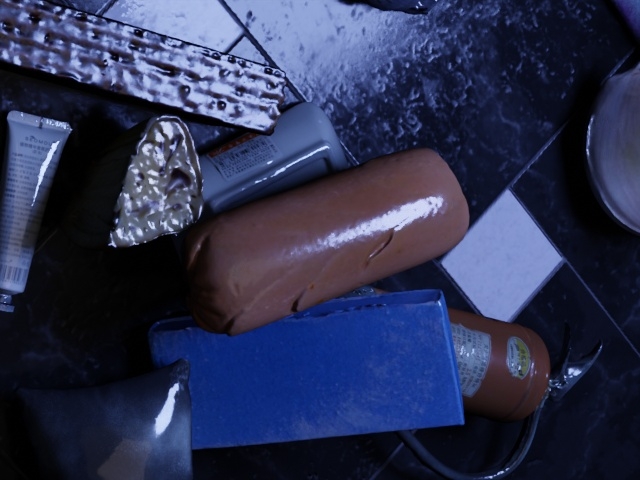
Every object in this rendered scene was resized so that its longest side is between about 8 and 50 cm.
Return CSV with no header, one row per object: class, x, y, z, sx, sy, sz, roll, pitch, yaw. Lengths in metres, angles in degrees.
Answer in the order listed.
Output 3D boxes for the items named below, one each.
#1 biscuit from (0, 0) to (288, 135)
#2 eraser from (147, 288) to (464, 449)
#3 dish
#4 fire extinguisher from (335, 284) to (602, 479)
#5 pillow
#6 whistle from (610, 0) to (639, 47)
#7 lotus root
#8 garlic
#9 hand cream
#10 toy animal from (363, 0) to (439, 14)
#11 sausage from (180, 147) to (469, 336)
biscuit,-0.215,-0.178,1.818,0.388,0.107,0.073,14,90,-30
eraser,-0.015,0.134,1.925,0.312,0.042,0.144,-7,108,14
dish,-0.052,-0.037,1.954,0.212,0.077,0.151,-28,113,-21
fire extinguisher,0.129,0.154,2.086,0.376,0.113,0.200,14,121,-29
pillow,-0.205,0.251,1.912,0.186,0.106,0.250,-12,103,-16
whistle,0.356,-0.268,2.157,0.033,0.033,0.176,-46,118,-13
lotus root,-0.180,-0.045,1.854,0.095,0.135,0.159,38,71,-28
garlic,0.426,-0.116,2.120,0.210,0.237,0.292,-28,84,-31
hand cream,-0.296,-0.027,1.847,0.067,0.042,0.194,13,88,-22
toy animal,0.042,-0.296,1.968,0.210,0.121,0.117,15,48,-46
sausage,-0.001,0.000,1.874,0.304,0.121,0.121,-20,109,-24
